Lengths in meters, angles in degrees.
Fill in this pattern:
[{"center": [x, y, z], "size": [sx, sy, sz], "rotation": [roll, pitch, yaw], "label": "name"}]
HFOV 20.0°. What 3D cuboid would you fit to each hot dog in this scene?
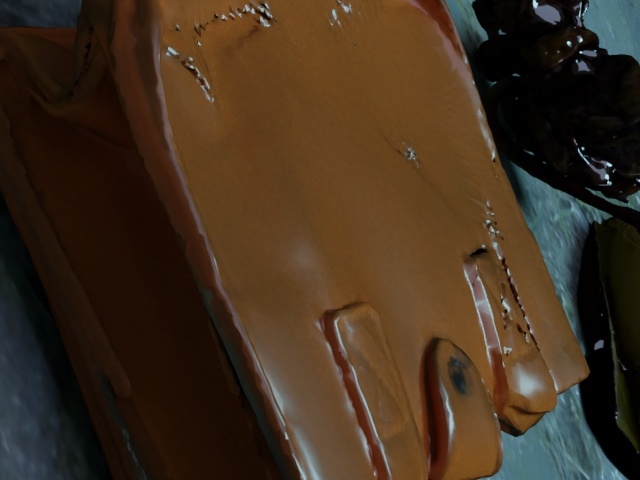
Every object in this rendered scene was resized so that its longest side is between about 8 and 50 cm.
[{"center": [0.305, 0.078, 1.508], "size": [0.194, 0.107, 0.326], "rotation": [51, 28, -31], "label": "hot dog"}]

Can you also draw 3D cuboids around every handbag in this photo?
[{"center": [0.000, 0.000, 0.943], "size": [0.303, 0.116, 0.410], "rotation": [66, 24, 3], "label": "handbag"}]

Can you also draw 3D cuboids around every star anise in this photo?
[{"center": [0.182, -0.128, 1.421], "size": [0.220, 0.126, 0.190], "rotation": [-121, -162, -50], "label": "star anise"}]
